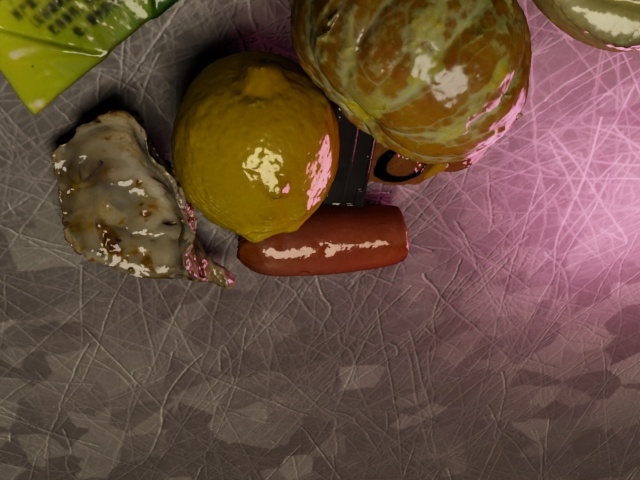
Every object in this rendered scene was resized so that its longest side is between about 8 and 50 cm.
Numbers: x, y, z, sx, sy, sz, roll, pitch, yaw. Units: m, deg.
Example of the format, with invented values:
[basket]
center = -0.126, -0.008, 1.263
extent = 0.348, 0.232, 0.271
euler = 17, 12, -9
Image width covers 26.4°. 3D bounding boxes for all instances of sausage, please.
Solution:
[sausage]
center = 0.000, 0.000, 2.071
extent = 0.259, 0.113, 0.113
euler = -4, 136, -14

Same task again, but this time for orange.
[orange]
center = 0.119, -0.247, 1.702
extent = 0.249, 0.329, 0.329
euler = -48, 132, 1

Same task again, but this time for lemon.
[lemon]
center = -0.086, -0.128, 1.822
extent = 0.234, 0.233, 0.288
euler = -6, 144, -11

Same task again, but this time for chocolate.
[chocolate]
center = -0.248, -0.330, 1.523
extent = 0.289, 0.301, 0.137
euler = -35, 121, 19

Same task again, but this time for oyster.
[oyster]
center = -0.270, -0.042, 1.971
extent = 0.204, 0.111, 0.396
euler = -5, 140, 14

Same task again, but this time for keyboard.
[keyboard]
center = 0.044, -0.119, 1.980
extent = 0.067, 0.011, 0.202
euler = 3, 139, -5

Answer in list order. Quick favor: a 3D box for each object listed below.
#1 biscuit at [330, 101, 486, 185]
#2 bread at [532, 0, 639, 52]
[biscuit]
center = 0.121, -0.160, 1.990
extent = 0.290, 0.041, 0.208
euler = 2, 133, -19
[bread]
center = 0.396, -0.384, 1.705
extent = 0.321, 0.237, 0.320
euler = -8, 122, -13
